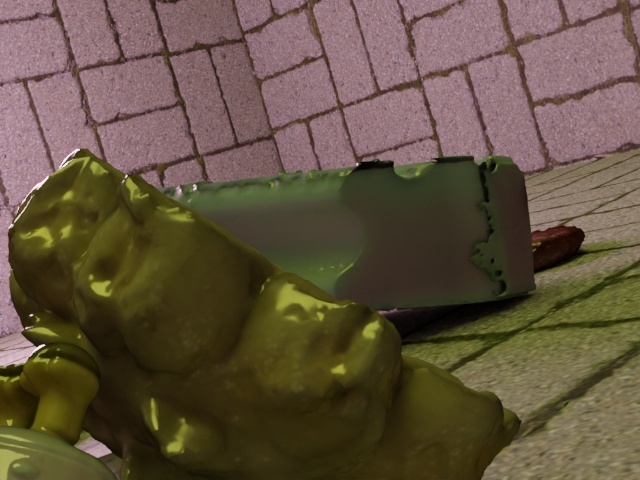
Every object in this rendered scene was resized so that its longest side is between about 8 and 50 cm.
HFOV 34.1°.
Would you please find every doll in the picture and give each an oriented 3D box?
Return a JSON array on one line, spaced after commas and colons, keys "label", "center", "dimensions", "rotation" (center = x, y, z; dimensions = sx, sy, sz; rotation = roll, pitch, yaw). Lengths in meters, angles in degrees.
[{"label": "doll", "center": [-0.125, 0.137, 0.374], "dimensions": [0.129, 0.081, 0.207], "rotation": [-22, 42, 35]}]

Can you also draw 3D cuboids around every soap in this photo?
[{"label": "soap", "center": [0.000, 0.000, 1.166], "dimensions": [0.446, 0.156, 0.261], "rotation": [-5, -1, 37]}]

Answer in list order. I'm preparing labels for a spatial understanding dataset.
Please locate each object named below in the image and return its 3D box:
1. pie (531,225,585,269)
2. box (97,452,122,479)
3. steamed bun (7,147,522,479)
[{"label": "pie", "center": [0.255, 0.013, 1.291], "dimensions": [0.154, 0.036, 0.154], "rotation": [-17, 4, 1]}, {"label": "box", "center": [-0.164, 0.187, 0.598], "dimensions": [0.173, 0.043, 0.311], "rotation": [-18, 4, -9]}, {"label": "steamed bun", "center": [-0.057, 0.076, 0.547], "dimensions": [0.137, 0.295, 0.292], "rotation": [-60, -12, -10]}]
